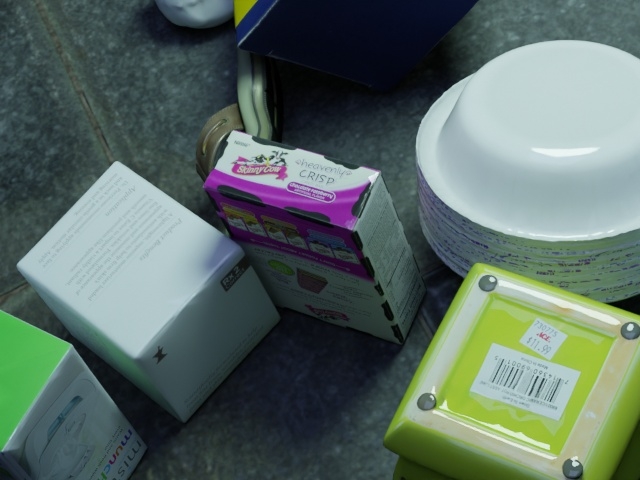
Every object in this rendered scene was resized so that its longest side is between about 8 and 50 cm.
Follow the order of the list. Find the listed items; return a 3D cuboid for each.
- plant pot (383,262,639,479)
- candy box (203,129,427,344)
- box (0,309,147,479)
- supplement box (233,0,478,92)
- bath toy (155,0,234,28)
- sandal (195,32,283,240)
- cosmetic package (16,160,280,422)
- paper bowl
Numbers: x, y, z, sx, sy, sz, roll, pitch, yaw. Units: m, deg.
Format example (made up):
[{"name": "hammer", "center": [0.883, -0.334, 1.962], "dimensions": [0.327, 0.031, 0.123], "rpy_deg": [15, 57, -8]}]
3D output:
[{"name": "plant pot", "center": [0.192, 0.162, 1.590], "dimensions": [0.228, 0.207, 0.227], "rpy_deg": [20, 67, 24]}, {"name": "candy box", "center": [0.000, 0.000, 1.724], "dimensions": [0.159, 0.233, 0.071], "rpy_deg": [17, 66, 23]}, {"name": "box", "center": [-0.331, 0.153, 1.726], "dimensions": [0.262, 0.231, 0.127], "rpy_deg": [22, 69, 26]}, {"name": "supplement box", "center": [0.026, -0.370, 1.918], "dimensions": [0.194, 0.195, 0.356], "rpy_deg": [14, 53, -28]}, {"name": "bath toy", "center": [-0.128, -0.407, 2.066], "dimensions": [0.151, 0.129, 0.348], "rpy_deg": [1, 61, 22]}, {"name": "sandal", "center": [-0.085, -0.095, 1.879], "dimensions": [0.086, 0.120, 0.303], "rpy_deg": [-7, 49, 6]}, {"name": "cosmetic package", "center": [-0.168, 0.051, 1.789], "dimensions": [0.183, 0.151, 0.151], "rpy_deg": [35, 75, 30]}, {"name": "paper bowl", "center": [0.231, -0.082, 1.713], "dimensions": [0.284, 0.148, 0.284], "rpy_deg": [-4, 42, 3]}]
